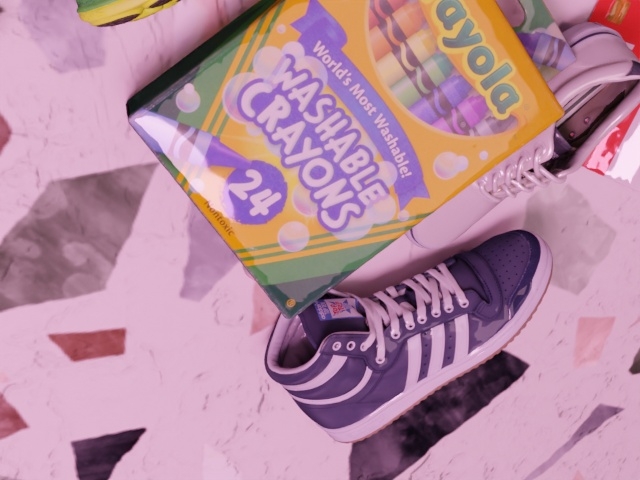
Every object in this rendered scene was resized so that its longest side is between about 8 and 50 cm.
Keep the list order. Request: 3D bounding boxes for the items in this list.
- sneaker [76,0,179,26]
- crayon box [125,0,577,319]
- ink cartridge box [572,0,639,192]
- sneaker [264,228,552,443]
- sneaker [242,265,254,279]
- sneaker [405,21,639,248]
[{"bbox_3d":[-0.071,-0.266,0.679,0.123,0.109,0.295,43,106,-5],"label":"sneaker"},{"bbox_3d":[0.039,-0.118,0.785,0.323,0.083,0.203,-37,111,1],"label":"crayon box"},{"bbox_3d":[0.328,-0.130,0.957,0.224,0.056,0.181,10,115,-30],"label":"ink cartridge box"},{"bbox_3d":[0.076,0.064,0.938,0.282,0.099,0.153,-40,129,8],"label":"sneaker"},{"bbox_3d":[0.000,0.000,0.897,0.134,0.051,0.070,-40,134,2],"label":"sneaker"},{"bbox_3d":[0.173,-0.080,0.890,0.094,0.091,0.258,32,109,-35],"label":"sneaker"}]
